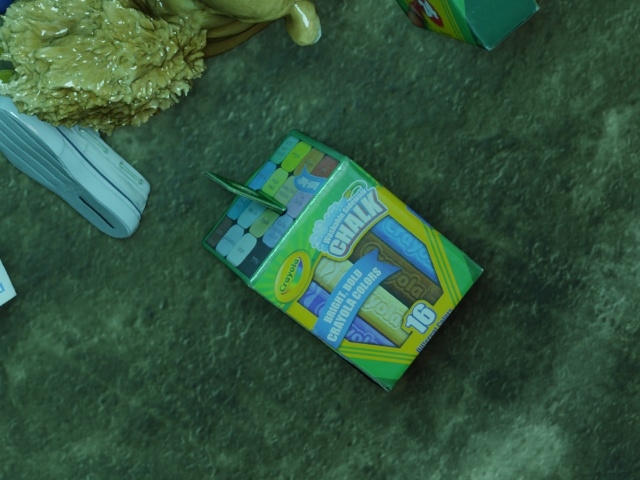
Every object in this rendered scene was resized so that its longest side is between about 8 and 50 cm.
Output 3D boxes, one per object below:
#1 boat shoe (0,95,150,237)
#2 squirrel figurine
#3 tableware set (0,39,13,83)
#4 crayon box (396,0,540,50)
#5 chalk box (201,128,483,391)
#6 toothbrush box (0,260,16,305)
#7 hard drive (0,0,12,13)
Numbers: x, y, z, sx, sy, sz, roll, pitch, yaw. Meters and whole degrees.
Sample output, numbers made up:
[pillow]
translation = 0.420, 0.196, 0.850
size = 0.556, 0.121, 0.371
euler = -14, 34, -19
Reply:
[boat shoe]
translation = -0.272, -0.095, 1.942
size = 0.226, 0.083, 0.076
euler = 49, 52, -37
[squirrel figurine]
translation = -0.134, -0.248, 1.787
size = 0.281, 0.370, 0.397
euler = 39, 88, -26
[tableware set]
translation = -0.377, -0.151, 1.914
size = 0.104, 0.024, 0.154
euler = 43, 88, -22
[crayon box]
translation = 0.085, -0.360, 1.938
size = 0.081, 0.202, 0.318
euler = -40, 114, -7
[chalk box]
translation = 0.000, 0.000, 2.014
size = 0.289, 0.180, 0.179
euler = 40, 88, -27
[toothbrush box]
translation = -0.476, -0.019, 1.818
size = 0.216, 0.126, 0.295
euler = -35, 117, -34
[hard drive]
translation = -0.323, -0.327, 1.731
size = 0.040, 0.319, 0.210
euler = 23, 96, 3
